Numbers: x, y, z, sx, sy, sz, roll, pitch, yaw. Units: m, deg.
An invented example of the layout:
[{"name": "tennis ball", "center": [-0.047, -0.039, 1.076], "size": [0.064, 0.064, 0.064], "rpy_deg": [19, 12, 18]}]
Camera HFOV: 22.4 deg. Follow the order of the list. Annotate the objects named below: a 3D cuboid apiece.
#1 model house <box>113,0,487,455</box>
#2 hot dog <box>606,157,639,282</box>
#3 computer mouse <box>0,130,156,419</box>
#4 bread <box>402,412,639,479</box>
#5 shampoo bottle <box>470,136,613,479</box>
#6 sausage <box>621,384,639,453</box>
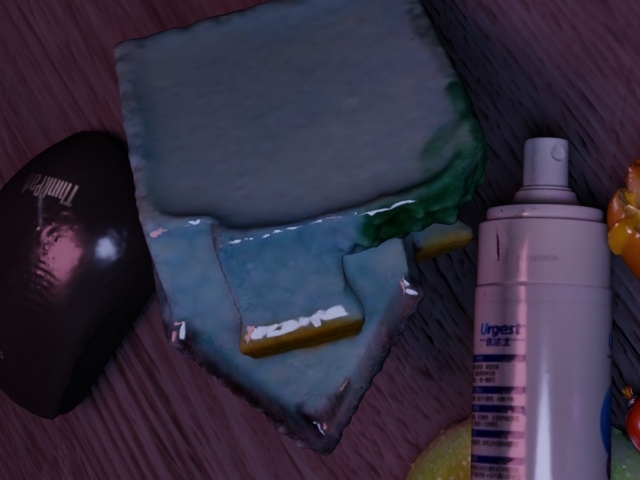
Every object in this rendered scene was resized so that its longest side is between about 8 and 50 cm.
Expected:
[{"name": "model house", "center": [0.000, 0.000, 1.110], "size": [0.280, 0.230, 0.248], "rpy_deg": [-105, -1, -51]}, {"name": "hot dog", "center": [0.274, 0.039, 0.944], "size": [0.269, 0.072, 0.115], "rpy_deg": [45, 118, 31]}, {"name": "computer mouse", "center": [-0.243, 0.032, 1.434], "size": [0.170, 0.100, 0.269], "rpy_deg": [54, 130, 27]}, {"name": "bread", "center": [0.159, 0.259, 1.117], "size": [0.301, 0.045, 0.301], "rpy_deg": [10, 104, 42]}, {"name": "shampoo bottle", "center": [0.143, 0.086, 1.039], "size": [0.092, 0.092, 0.303], "rpy_deg": [-4, 81, 45]}, {"name": "sausage", "center": [0.239, 0.144, 1.014], "size": [0.145, 0.048, 0.050], "rpy_deg": [51, 166, 28]}]
